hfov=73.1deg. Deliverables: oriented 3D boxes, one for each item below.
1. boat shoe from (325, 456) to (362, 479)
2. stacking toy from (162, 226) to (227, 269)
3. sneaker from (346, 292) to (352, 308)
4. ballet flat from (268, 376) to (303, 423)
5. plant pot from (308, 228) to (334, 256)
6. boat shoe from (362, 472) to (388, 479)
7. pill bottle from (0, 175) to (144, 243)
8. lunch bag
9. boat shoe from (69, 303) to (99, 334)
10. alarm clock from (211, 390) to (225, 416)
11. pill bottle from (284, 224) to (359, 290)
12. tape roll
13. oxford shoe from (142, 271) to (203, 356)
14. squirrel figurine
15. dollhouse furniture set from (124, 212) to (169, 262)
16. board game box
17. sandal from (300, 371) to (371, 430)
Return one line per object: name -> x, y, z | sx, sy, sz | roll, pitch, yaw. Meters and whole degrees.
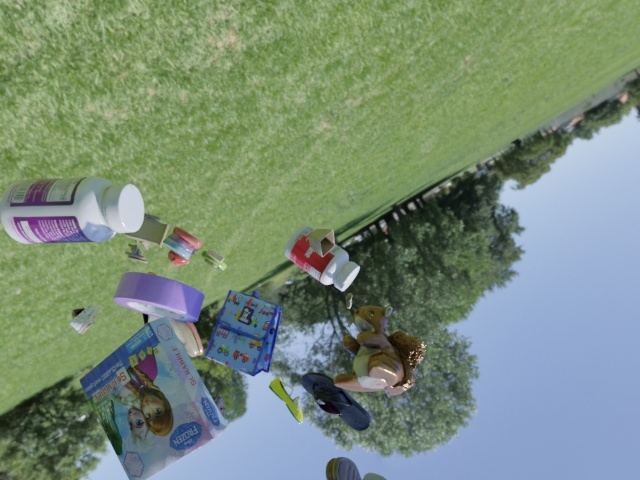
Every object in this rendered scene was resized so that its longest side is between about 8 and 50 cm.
boat shoe -> 0.068, 0.725, 1.255 | 0.105, 0.307, 0.110 | -10, -143, 25
stacking toy -> -0.575, 0.079, 1.945 | 0.130, 0.280, 0.309 | -56, -178, -16
sneaker -> 0.158, 0.331, 2.366 | 0.032, 0.083, 0.037 | 5, 163, 23
ballet flat -> -0.139, 0.716, 1.956 | 0.077, 0.231, 0.077 | -42, 161, -10
plant pot -> 0.000, 0.000, 2.224 | 0.096, 0.109, 0.109 | 23, -132, 31
boat shoe -> 0.235, 0.824, 1.377 | 0.080, 0.229, 0.076 | -59, 164, -22
pill bottle -> -0.625, -0.078, 1.109 | 0.302, 0.169, 0.169 | -1, -179, 5
lunch bag -> -0.278, 0.336, 1.656 | 0.221, 0.293, 0.138 | 14, 176, 21
boat shoe -> -1.129, 0.350, 2.054 | 0.098, 0.096, 0.277 | -51, -158, -8
alarm clock -> -0.472, 0.780, 1.926 | 0.064, 0.191, 0.129 | 1, 176, 11
pill bottle -> 0.011, 0.106, 2.484 | 0.229, 0.408, 0.229 | -49, 162, -22
tape roll -> -0.534, 0.193, 1.441 | 0.275, 0.090, 0.274 | 10, 157, 4
oxford shoe -> -0.619, 0.323, 1.719 | 0.146, 0.397, 0.140 | -41, -167, -36
squirrel figurine -> 0.285, 0.497, 2.006 | 0.281, 0.397, 0.370 | -47, -151, 41
dollhouse furniture set -> -0.799, -0.014, 2.030 | 0.242, 0.161, 0.212 | 129, -24, -70
board game box -> -0.431, 0.410, 1.091 | 0.319, 0.318, 0.066 | -38, 169, 21
sandal -> 0.082, 0.865, 2.302 | 0.167, 0.446, 0.107 | -53, 179, 26
